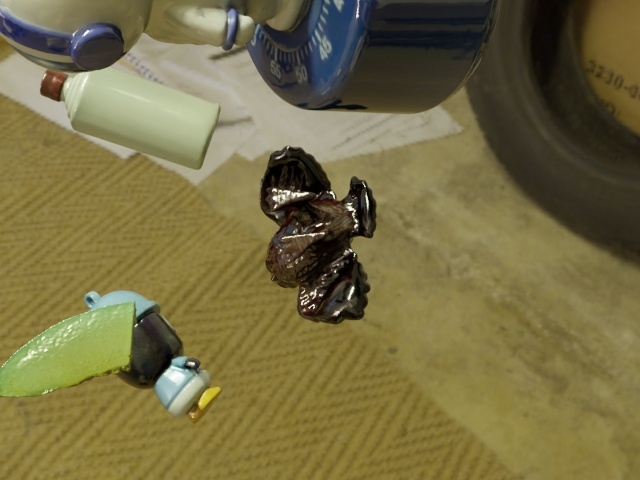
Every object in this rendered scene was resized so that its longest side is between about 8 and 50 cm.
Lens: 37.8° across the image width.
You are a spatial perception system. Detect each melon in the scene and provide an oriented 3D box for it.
[{"bbox_3d":[-0.382,0.183,1.397,0.262,0.053,0.114,-25,71,-19],"label":"melon"}]

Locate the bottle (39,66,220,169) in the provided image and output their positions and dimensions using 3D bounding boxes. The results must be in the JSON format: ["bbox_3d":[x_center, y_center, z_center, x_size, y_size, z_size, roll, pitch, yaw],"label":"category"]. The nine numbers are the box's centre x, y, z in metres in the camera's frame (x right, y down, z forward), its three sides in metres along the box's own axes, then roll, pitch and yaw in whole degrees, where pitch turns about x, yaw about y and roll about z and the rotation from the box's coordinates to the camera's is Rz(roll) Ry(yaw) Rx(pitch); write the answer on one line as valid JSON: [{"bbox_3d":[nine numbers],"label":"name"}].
[{"bbox_3d":[-0.270,-0.183,1.313,0.245,0.104,0.104,18,39,-9],"label":"bottle"}]

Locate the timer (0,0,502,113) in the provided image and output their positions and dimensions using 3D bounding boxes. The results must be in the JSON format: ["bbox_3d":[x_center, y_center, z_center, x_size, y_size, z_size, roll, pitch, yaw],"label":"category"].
[{"bbox_3d":[-0.079,-0.217,0.743,0.384,0.270,0.270,-11,44,-27],"label":"timer"}]

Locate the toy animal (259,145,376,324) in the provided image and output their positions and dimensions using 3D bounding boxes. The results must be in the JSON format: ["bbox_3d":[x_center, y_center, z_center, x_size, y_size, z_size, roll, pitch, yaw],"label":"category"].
[{"bbox_3d":[-0.003,0.004,1.083,0.116,0.179,0.218,-21,75,-15],"label":"toy animal"}]

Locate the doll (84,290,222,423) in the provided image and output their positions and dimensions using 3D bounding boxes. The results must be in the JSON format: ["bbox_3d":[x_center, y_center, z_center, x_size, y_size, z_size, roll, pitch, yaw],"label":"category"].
[{"bbox_3d":[-0.321,0.204,1.727,0.314,0.177,0.141,42,41,6],"label":"doll"}]
